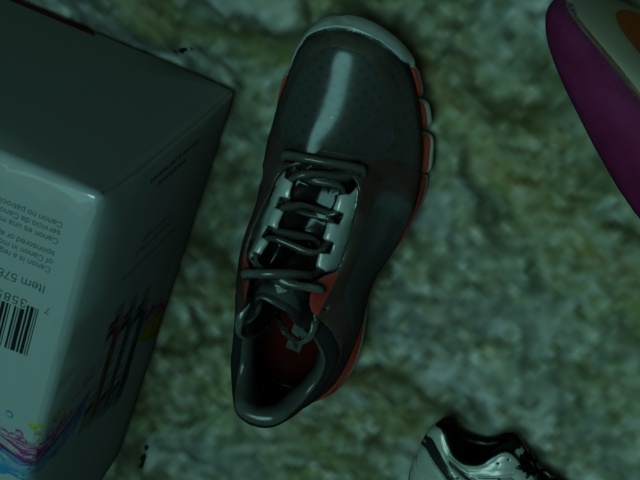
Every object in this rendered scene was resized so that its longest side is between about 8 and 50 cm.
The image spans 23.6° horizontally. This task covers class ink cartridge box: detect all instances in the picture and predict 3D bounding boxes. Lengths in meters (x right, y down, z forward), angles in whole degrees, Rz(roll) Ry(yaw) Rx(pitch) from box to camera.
[{"bbox_3d":[-0.130,0.016,0.557,0.128,0.127,0.176,23,115,7],"label":"ink cartridge box"}]

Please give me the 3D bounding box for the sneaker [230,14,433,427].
[{"bbox_3d":[0.000,0.000,0.547,0.061,0.065,0.158,14,114,11],"label":"sneaker"}]

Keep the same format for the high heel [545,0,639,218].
[{"bbox_3d":[0.136,0.031,0.521,0.244,0.082,0.117,45,128,-6],"label":"high heel"}]

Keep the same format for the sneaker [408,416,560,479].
[{"bbox_3d":[0.075,0.093,0.578,0.083,0.032,0.037,17,114,9],"label":"sneaker"}]
